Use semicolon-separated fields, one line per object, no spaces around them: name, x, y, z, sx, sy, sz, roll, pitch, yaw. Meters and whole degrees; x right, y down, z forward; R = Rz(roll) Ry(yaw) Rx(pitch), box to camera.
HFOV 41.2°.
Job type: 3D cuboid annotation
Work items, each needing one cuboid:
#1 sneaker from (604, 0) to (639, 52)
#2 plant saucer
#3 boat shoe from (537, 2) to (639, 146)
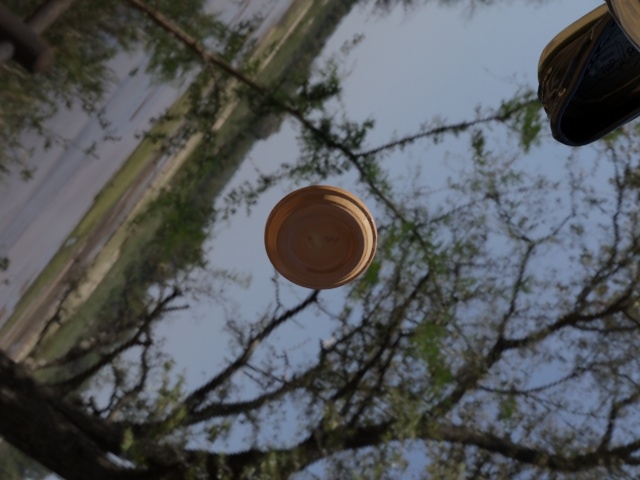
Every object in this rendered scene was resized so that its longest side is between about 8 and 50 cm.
sneaker;0.201;-0.227;0.424;0.145;0.384;0.147;-16;157;2
plant saucer;0.000;0.000;0.626;0.083;0.083;0.013;-49;-163;21
boat shoe;0.315;-0.189;0.729;0.340;0.127;0.113;-32;-148;47
